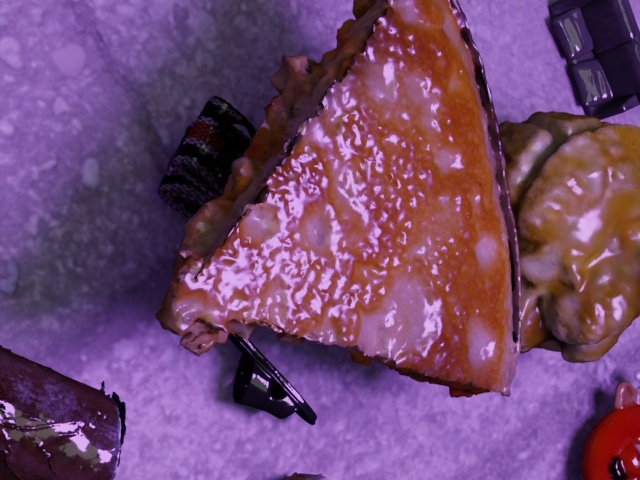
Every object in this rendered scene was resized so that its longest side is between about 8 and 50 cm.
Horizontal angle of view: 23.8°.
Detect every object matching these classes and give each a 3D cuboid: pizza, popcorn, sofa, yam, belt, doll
[{"bbox_3d":[0.006,-0.025,1.366,0.406,0.130,0.439,-20,101,-33],"label":"pizza"},{"bbox_3d":[0.262,-0.004,1.584,0.276,0.225,0.276,-3,96,-35],"label":"popcorn"},{"bbox_3d":[0.319,-0.214,1.724,0.060,0.085,0.147,-20,92,-32],"label":"sofa"},{"bbox_3d":[-0.309,0.139,1.311,0.280,0.131,0.131,27,70,-22],"label":"yam"},{"bbox_3d":[0.000,0.000,1.506,0.359,0.126,0.094,38,61,-23],"label":"belt"},{"bbox_3d":[0.363,0.234,1.679,0.217,0.085,0.183,-10,88,-38],"label":"doll"}]

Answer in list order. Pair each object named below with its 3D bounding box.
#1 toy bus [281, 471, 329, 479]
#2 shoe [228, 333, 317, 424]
[{"bbox_3d":[0.040,0.389,1.470,0.138,0.097,0.342,-31,97,-26],"label":"toy bus"},{"bbox_3d":[-0.072,0.131,1.476,0.053,0.062,0.159,-42,103,-14],"label":"shoe"}]
